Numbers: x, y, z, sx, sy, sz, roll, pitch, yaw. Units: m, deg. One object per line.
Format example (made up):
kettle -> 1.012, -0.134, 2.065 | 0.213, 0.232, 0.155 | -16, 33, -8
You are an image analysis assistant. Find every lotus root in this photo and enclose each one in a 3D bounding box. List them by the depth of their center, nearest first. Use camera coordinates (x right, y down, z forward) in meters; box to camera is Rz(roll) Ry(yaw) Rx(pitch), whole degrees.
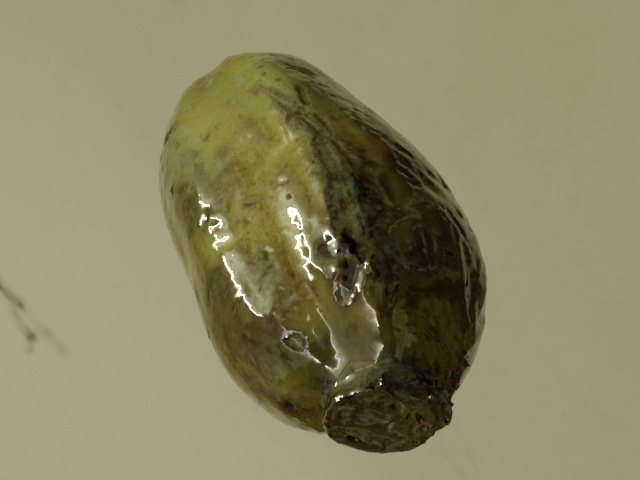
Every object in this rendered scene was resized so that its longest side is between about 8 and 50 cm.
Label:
lotus root -> 0.000, 0.000, 0.537 | 0.089, 0.179, 0.080 | -36, -47, 7
